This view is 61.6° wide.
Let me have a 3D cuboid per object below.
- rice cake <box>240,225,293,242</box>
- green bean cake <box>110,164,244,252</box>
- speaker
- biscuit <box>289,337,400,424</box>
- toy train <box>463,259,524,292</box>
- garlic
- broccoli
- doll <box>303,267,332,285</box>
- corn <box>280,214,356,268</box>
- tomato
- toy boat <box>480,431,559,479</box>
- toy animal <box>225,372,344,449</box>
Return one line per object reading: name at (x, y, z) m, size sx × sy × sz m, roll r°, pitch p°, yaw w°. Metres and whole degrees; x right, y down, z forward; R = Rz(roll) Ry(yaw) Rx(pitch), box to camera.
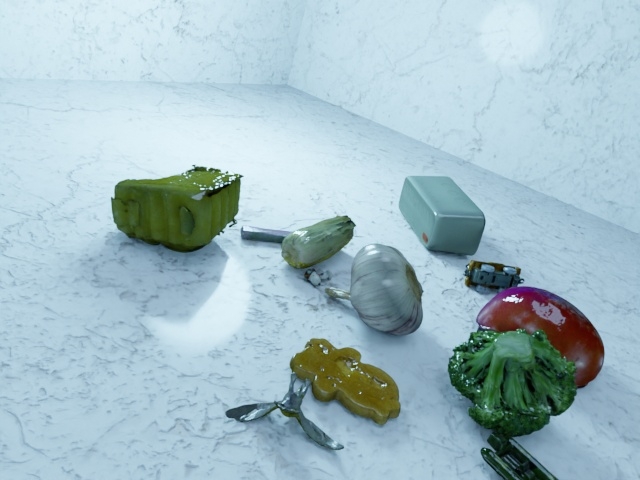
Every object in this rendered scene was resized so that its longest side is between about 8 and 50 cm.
rice cake at (-0.143, -0.016, 1.640) m, size 0.207 × 0.036 × 0.047 m, roll 7°, pitch 35°, yaw -20°
green bean cake at (-0.384, -0.087, 1.480) m, size 0.285 × 0.202 × 0.310 m, roll 10°, pitch 22°, yaw 14°
speaker at (0.442, -0.105, 2.023) m, size 0.184 × 0.183 × 0.406 m, roll 5°, pitch 28°, yaw -13°
biscuit at (0.058, 0.294, 1.130) m, size 0.249 × 0.035 × 0.184 m, roll 25°, pitch 27°, yaw 15°
toy train at (0.555, 0.113, 1.750) m, size 0.220 × 0.089 × 0.127 m, roll 8°, pitch 14°, yaw -13°
garlic at (0.127, 0.127, 1.381) m, size 0.253 × 0.245 × 0.245 m, roll -13°, pitch 13°, yaw 26°
broccoli at (0.415, 0.286, 1.162) m, size 0.269 × 0.241 × 0.261 m, roll -8°, pitch 42°, yaw 15°
doll at (-0.007, 0.096, 1.493) m, size 0.058 × 0.040 × 0.085 m, roll 39°, pitch 35°, yaw 16°
corn at (0.000, -0.005, 1.599) m, size 0.122 × 0.123 × 0.305 m, roll 51°, pitch 33°, yaw 7°
tomato at (0.615, 0.224, 1.455) m, size 0.290 × 0.176 × 0.335 m, roll -2°, pitch 30°, yaw -38°
toy boat at (0.397, 0.447, 1.005) m, size 0.104 × 0.052 × 0.210 m, roll -3°, pitch 31°, yaw -41°
toy animal at (-0.043, 0.296, 0.996) m, size 0.219 × 0.095 × 0.155 m, roll 21°, pitch 30°, yaw 7°
